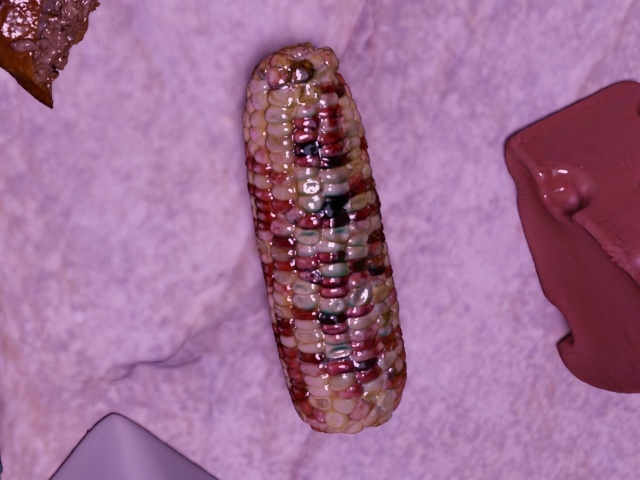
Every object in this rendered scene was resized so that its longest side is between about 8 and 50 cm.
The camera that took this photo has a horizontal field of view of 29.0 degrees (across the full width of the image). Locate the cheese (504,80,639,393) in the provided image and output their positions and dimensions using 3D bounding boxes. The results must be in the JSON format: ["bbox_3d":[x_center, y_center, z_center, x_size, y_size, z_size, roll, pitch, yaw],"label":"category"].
[{"bbox_3d":[0.224,0.027,0.867,0.128,0.203,0.177,-28,146,-17],"label":"cheese"}]

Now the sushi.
[{"bbox_3d":[-0.151,-0.135,0.689,0.055,0.052,0.120,16,97,-11],"label":"sushi"}]

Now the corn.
[{"bbox_3d":[0.000,0.000,0.775,0.086,0.086,0.253,-18,110,-17],"label":"corn"}]

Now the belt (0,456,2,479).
[{"bbox_3d":[-0.219,0.010,0.687,0.072,0.087,0.302,-3,107,-14],"label":"belt"}]

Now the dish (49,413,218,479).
[{"bbox_3d":[-0.139,0.260,0.800,0.182,0.080,0.243,41,87,-27],"label":"dish"}]
